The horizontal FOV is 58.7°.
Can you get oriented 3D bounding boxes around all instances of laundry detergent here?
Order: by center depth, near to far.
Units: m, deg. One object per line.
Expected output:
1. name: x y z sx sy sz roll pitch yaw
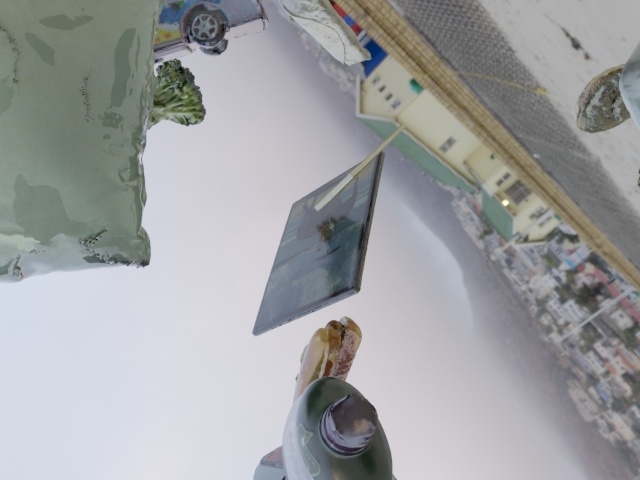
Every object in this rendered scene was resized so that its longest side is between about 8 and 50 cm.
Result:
1. laundry detergent: 0.018 0.193 0.497 0.078 0.221 0.144 -13 -116 -17

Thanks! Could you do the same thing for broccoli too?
1. broccoli: -0.415 -0.309 1.314 0.304 0.164 0.146 -31 -139 -30

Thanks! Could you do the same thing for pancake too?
1. pancake: 0.525 -0.255 1.014 0.158 0.158 0.028 27 -146 -43

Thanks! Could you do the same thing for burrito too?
1. burrito: 0.015 -0.447 1.191 0.275 0.082 0.059 29 -120 -51

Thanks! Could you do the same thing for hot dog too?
1. hot dog: -0.002 0.308 1.305 0.100 0.337 0.135 36 -139 27

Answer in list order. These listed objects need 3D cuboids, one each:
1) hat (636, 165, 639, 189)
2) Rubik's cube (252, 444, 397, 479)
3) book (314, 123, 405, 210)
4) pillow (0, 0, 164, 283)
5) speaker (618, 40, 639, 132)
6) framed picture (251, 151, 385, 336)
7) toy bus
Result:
1. hat: 0.579 -0.123 0.969 0.076 0.059 0.077 81 -155 -57
2. Rubik's cube: 0.019 0.541 1.147 0.248 0.250 0.246 54 -172 -11
3. book: 0.067 -0.122 0.940 0.012 0.118 0.172 46 -128 -2
4. pillow: -0.275 -0.093 0.484 0.119 0.310 0.312 26 -155 35
5. speaker: 0.599 -0.137 0.792 0.406 0.183 0.184 48 158 -22
6. framed picture: 0.000 0.000 1.058 0.016 0.265 0.347 39 -135 -27
7. toy bus: -0.235 -0.297 0.759 0.112 0.317 0.137 -123 15 -78
